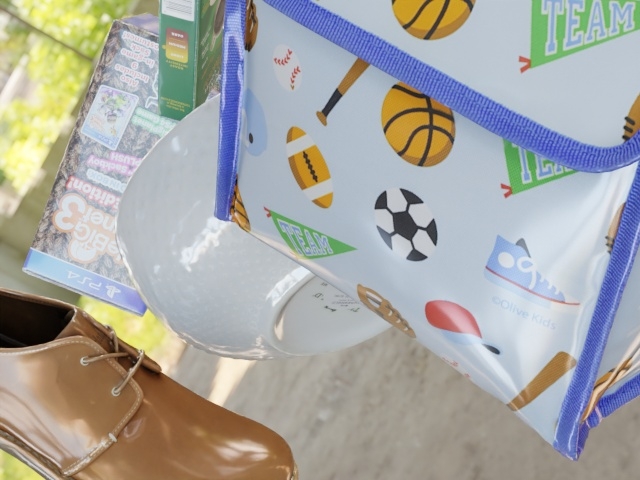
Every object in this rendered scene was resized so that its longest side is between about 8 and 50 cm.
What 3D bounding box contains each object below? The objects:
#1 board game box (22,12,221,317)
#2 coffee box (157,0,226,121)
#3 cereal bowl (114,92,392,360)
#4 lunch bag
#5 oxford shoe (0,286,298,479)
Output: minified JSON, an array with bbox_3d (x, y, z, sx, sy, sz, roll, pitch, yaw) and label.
[{"bbox_3d":[-0.197,-0.093,1.572,0.232,0.141,0.291,-82,14,-80],"label":"board game box"},{"bbox_3d":[-0.113,-0.208,1.262,0.184,0.040,0.113,97,-171,-49],"label":"coffee box"},{"bbox_3d":[0.000,0.000,1.217,0.339,0.339,0.141,-51,51,36],"label":"cereal bowl"},{"bbox_3d":[0.110,-0.117,0.832,0.239,0.328,0.385,-32,-36,-39],"label":"lunch bag"},{"bbox_3d":[-0.104,0.075,0.668,0.076,0.212,0.076,-80,13,-56],"label":"oxford shoe"}]
